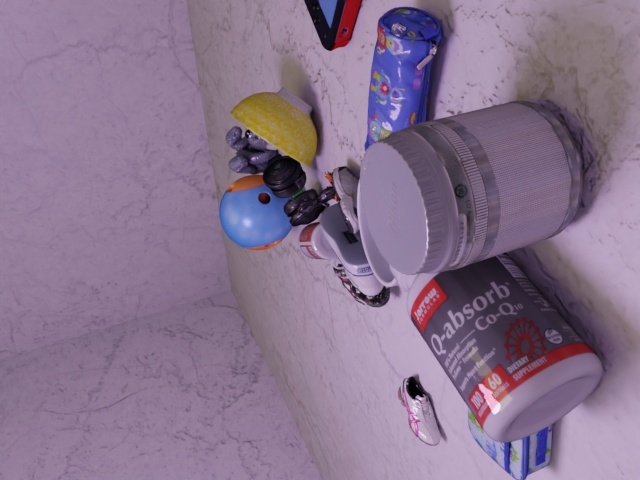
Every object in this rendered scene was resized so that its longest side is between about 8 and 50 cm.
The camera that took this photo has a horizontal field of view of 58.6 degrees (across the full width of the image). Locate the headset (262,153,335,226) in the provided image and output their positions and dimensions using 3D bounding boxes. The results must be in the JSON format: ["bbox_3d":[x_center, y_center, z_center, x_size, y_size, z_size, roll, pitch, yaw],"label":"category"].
[{"bbox_3d":[-0.058,-0.165,1.833,0.243,0.185,0.394,58,-176,-20],"label":"headset"}]

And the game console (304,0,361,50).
[{"bbox_3d":[0.015,-0.677,1.310,0.386,0.060,0.342,113,138,-61],"label":"game console"}]

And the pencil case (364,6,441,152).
[{"bbox_3d":[0.160,-0.292,1.114,0.133,0.119,0.306,46,148,36],"label":"pencil case"}]

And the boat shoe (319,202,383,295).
[{"bbox_3d":[0.098,0.029,1.524,0.367,0.136,0.156,-117,9,-59],"label":"boat shoe"}]

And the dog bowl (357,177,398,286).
[{"bbox_3d":[0.169,-0.038,1.234,0.265,0.104,0.265,170,90,-77],"label":"dog bowl"}]

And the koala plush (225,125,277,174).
[{"bbox_3d":[-0.222,-0.375,2.135,0.221,0.203,0.196,-48,45,45],"label":"koala plush"}]

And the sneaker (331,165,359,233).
[{"bbox_3d":[0.097,-0.118,1.505,0.271,0.108,0.100,-105,-9,-55],"label":"sneaker"}]

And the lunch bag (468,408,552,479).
[{"bbox_3d":[0.363,0.335,1.099,0.176,0.090,0.219,40,143,56],"label":"lunch bag"}]

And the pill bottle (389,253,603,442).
[{"bbox_3d":[0.277,0.135,0.979,0.210,0.210,0.363,94,153,-46],"label":"pill bottle"}]

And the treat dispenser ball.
[{"bbox_3d":[-0.240,-0.107,2.169,0.288,0.288,0.288,164,90,-72],"label":"treat dispenser ball"}]

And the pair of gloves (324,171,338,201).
[{"bbox_3d":[0.035,-0.167,1.757,0.074,0.010,0.083,48,151,51],"label":"pair of gloves"}]

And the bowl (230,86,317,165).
[{"bbox_3d":[-0.113,-0.369,1.733,0.156,0.289,0.289,-56,35,9],"label":"bowl"}]

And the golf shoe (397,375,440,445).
[{"bbox_3d":[0.264,0.452,1.515,0.086,0.067,0.186,100,149,-51],"label":"golf shoe"}]

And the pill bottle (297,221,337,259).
[{"bbox_3d":[0.000,0.000,1.822,0.216,0.121,0.121,179,76,-72],"label":"pill bottle"}]

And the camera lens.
[{"bbox_3d":[0.224,-0.080,0.851,0.219,0.274,0.219,164,90,-71],"label":"camera lens"}]

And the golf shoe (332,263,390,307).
[{"bbox_3d":[0.136,0.135,1.615,0.120,0.105,0.273,62,172,-25],"label":"golf shoe"}]
